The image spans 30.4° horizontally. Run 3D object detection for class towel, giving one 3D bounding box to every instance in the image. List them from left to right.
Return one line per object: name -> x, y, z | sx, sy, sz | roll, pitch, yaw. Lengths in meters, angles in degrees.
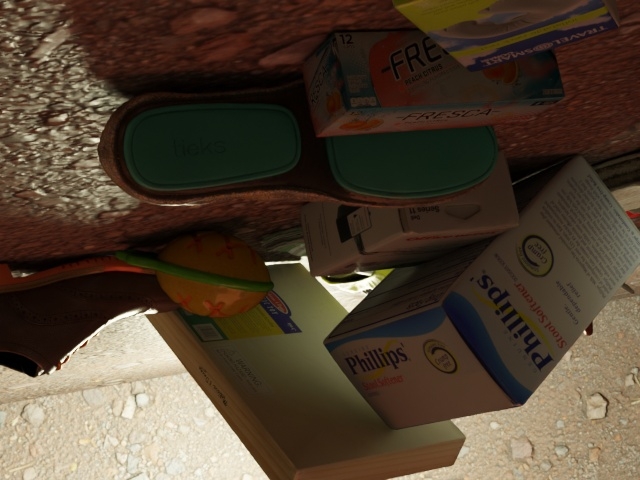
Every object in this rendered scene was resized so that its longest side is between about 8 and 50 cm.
towel -> 0.000, 0.000, 1.522 | 0.113, 0.023, 0.152 | -13, 170, 18
towel -> 0.408, -0.074, 1.466 | 0.282, 0.049, 0.187 | -19, 166, 41

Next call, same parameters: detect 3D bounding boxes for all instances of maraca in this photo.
maraca -> -0.145, 0.035, 1.369 | 0.185, 0.099, 0.127 | 13, 180, 7

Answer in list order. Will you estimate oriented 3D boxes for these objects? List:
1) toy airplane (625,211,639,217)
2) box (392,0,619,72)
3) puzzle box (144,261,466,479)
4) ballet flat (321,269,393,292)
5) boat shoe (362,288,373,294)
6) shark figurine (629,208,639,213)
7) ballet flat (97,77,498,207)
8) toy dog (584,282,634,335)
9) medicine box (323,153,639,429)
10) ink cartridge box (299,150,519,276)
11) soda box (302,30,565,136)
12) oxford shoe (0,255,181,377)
toy airplane -> 0.488, -0.060, 1.684 | 0.151, 0.028, 0.151 | -9, 169, -2
box -> 0.120, -0.153, 0.734 | 0.109, 0.042, 0.178 | -14, 169, 22
puzzle box -> -0.034, 0.164, 1.536 | 0.272, 0.409, 0.052 | -3, 124, -37
ballet flat -> 0.061, 0.030, 1.635 | 0.077, 0.077, 0.231 | 11, 165, -20
boat shoe -> 0.110, 0.032, 1.742 | 0.060, 0.064, 0.178 | -40, -172, -30
shark figurine -> 0.565, -0.079, 1.561 | 0.278, 0.166, 0.116 | 3, 153, 34
ballet flat -> -0.018, -0.077, 0.903 | 0.316, 0.108, 0.106 | 1, 180, -23
toy dog -> 0.451, 0.087, 2.091 | 0.220, 0.161, 0.333 | -18, 168, 34
medicine box -> 0.192, 0.067, 1.388 | 0.289, 0.149, 0.263 | -44, -171, -30
ink cartridge box -> 0.093, -0.027, 1.279 | 0.153, 0.087, 0.208 | -5, 169, -30
soda box -> 0.082, -0.116, 0.853 | 0.183, 0.058, 0.063 | -7, 169, -25
oxford shoe -> -0.315, 0.096, 1.406 | 0.363, 0.133, 0.130 | -4, 168, -32
